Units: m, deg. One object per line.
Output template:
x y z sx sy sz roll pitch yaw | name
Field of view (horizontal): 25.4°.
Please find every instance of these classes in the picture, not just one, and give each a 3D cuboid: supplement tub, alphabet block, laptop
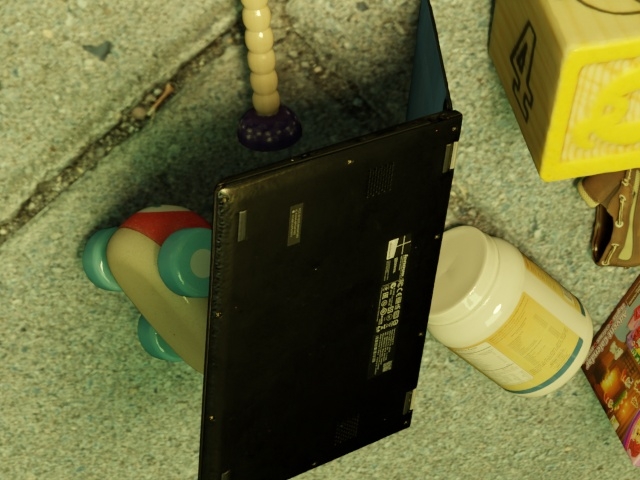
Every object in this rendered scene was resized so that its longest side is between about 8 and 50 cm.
0.212 0.084 1.687 0.144 0.144 0.200 -42 124 17 | supplement tub
0.293 -0.202 1.442 0.192 0.197 0.193 -11 141 -7 | alphabet block
0.000 0.000 1.422 0.408 0.236 0.382 -19 132 -32 | laptop

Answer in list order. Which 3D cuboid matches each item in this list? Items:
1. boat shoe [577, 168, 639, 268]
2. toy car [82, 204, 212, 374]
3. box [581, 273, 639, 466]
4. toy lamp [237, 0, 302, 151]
0.348 -0.064 1.648 0.095 0.095 0.257 -10 128 1 | boat shoe
-0.096 0.009 1.559 0.238 0.219 0.210 -46 114 -25 | toy car
0.443 0.109 1.728 0.057 0.201 0.293 17 119 -25 | box
-0.066 -0.222 1.439 0.080 0.080 0.274 -9 127 -8 | toy lamp
